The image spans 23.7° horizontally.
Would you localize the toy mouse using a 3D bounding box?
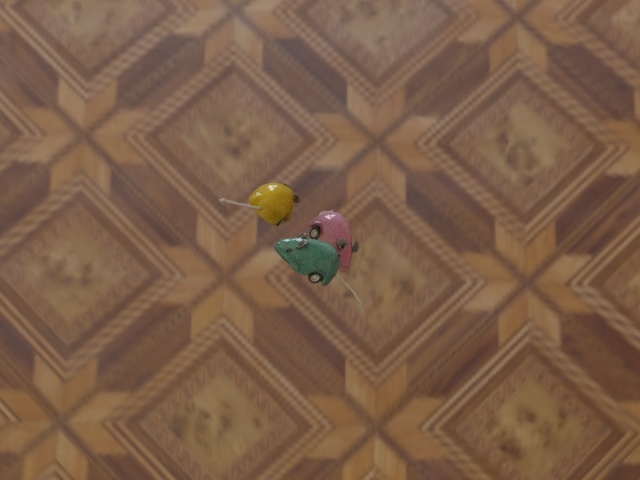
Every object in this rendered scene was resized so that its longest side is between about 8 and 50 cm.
[{"bbox_3d":[0.000,0.000,1.390,0.143,0.161,0.031,49,114,14],"label":"toy mouse"}]
